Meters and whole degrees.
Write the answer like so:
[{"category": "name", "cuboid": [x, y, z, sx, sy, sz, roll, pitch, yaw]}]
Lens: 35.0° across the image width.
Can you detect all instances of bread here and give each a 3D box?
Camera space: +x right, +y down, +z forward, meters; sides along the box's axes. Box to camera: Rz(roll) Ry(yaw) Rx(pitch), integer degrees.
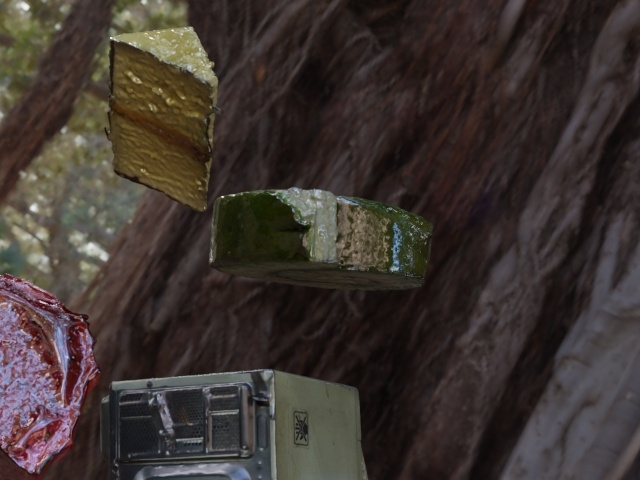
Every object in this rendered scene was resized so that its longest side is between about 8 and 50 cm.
[{"category": "bread", "cuboid": [-0.218, -0.177, 1.457, 0.178, 0.141, 0.266, 15, -46, 2]}, {"category": "bread", "cuboid": [0.000, 0.000, 1.682, 0.366, 0.129, 0.382, 3, -8, 11]}]

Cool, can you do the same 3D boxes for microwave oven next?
[{"category": "microwave oven", "cuboid": [-0.099, 0.372, 1.234, 0.247, 0.394, 0.333, -8, -15, 22]}]

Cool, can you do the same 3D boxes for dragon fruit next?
[{"category": "dragon fruit", "cuboid": [-0.341, 0.140, 1.051, 0.262, 0.189, 0.163, 39, 29, 13]}]
